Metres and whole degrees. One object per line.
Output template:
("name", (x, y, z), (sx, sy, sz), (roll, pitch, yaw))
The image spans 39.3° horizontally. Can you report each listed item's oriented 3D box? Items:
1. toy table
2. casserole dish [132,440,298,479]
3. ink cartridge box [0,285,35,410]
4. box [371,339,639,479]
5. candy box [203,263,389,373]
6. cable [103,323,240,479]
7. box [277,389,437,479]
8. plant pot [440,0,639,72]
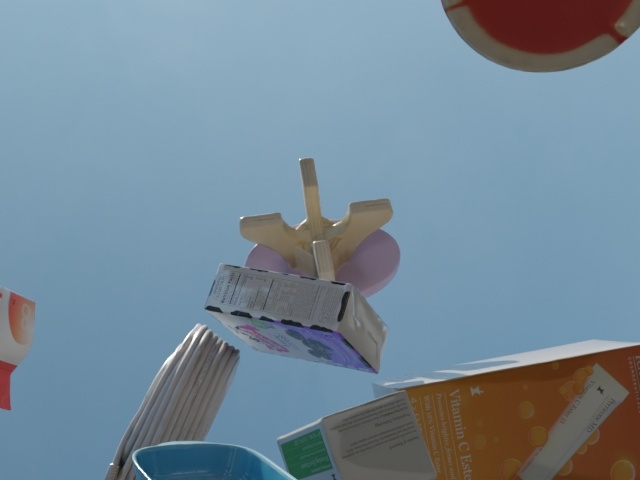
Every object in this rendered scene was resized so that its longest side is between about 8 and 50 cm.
("toy table", (0.000, 0.000, 1.536), (0.274, 0.252, 0.161), (-17, -36, -9))
("casserole dish", (-0.074, 0.197, 0.681), (0.114, 0.188, 0.037), (4, -86, -30))
("ink cartridge box", (-0.500, 0.165, 1.396), (0.145, 0.045, 0.179), (57, -154, -69))
("box", (0.266, 0.267, 1.203), (0.345, 0.168, 0.215), (-10, -94, -9))
("candy box", (-0.028, 0.105, 1.187), (0.165, 0.196, 0.070), (50, -128, -56))
("cable", (-0.184, 0.233, 1.134), (0.089, 0.257, 0.257), (27, -93, -1))
("box", (0.032, 0.203, 0.837), (0.102, 0.101, 0.087), (-13, -105, -32))
("plant pot", (0.216, -0.304, 0.862), (0.275, 0.275, 0.243), (55, -151, -29))
